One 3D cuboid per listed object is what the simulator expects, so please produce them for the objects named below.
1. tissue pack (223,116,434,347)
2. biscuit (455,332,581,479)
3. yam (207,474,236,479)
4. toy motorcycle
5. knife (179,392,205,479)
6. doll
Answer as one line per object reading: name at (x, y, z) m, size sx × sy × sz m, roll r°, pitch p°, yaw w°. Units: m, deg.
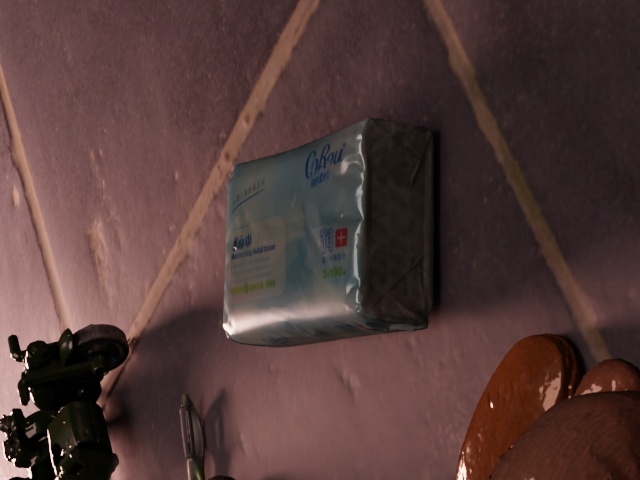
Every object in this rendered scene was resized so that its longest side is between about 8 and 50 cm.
tissue pack at (0.000, 0.000, 1.661) m, size 0.263 × 0.089 × 0.177 m, roll -12°, pitch 74°, yaw 59°
biscuit at (0.167, 0.181, 1.397) m, size 0.192 × 0.036 × 0.186 m, roll 55°, pitch 131°, yaw 47°
yam at (-0.091, 0.282, 1.834) m, size 0.043 × 0.043 × 0.094 m, roll -53°, pitch 42°, yaw 44°
toy motorcycle at (-0.297, 0.232, 2.122) m, size 0.275 × 0.127 × 0.205 m, roll 117°, pitch 146°, yaw -40°
knife at (-0.127, 0.249, 1.923) m, size 0.022 × 0.026 × 0.184 m, roll -18°, pitch 71°, yaw 28°
doll at (0.238, 0.223, 1.199) m, size 0.201 × 0.156 × 0.303 m, roll -47°, pitch 53°, yaw -11°
